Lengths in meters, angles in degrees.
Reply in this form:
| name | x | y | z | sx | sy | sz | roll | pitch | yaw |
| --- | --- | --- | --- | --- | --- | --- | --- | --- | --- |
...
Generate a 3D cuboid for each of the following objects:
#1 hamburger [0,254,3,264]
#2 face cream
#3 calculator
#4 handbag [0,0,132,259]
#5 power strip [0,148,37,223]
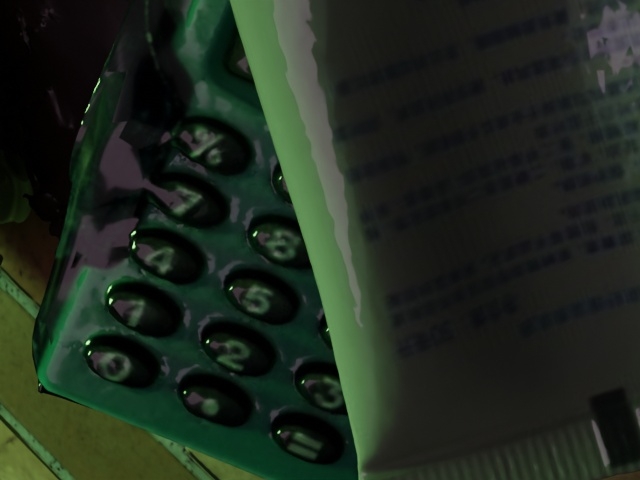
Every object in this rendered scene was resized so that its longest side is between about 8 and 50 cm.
| name | x | y | z | sx | sy | sz | roll | pitch | yaw |
| --- | --- | --- | --- | --- | --- | --- | --- | --- | --- |
| hamburger | -0.274 | -0.079 | 0.560 | 0.243 | 0.146 | 0.286 | 53 | 147 | 33 |
| face cream | 0.077 | -0.099 | 0.380 | 0.235 | 0.137 | 0.420 | -16 | 97 | 1 |
| calculator | 0.000 | 0.000 | 0.469 | 0.248 | 0.058 | 0.274 | 24 | 99 | -4 |
| handbag | -0.104 | -0.097 | 0.560 | 0.216 | 0.074 | 0.203 | -17 | 97 | 32 |
| power strip | -0.209 | -0.043 | 0.659 | 0.083 | 0.035 | 0.055 | -35 | 89 | 44 |
